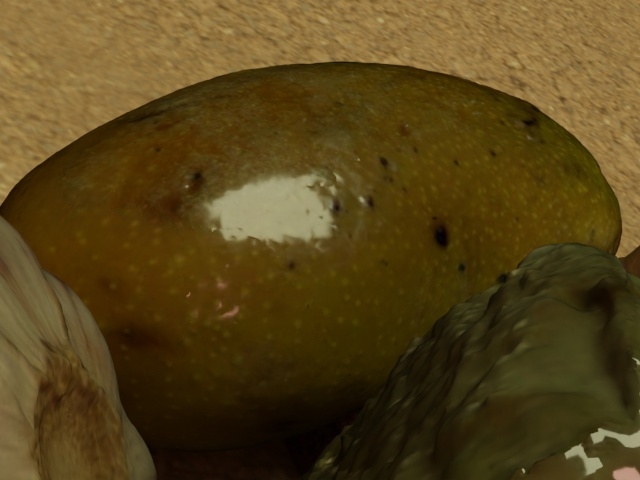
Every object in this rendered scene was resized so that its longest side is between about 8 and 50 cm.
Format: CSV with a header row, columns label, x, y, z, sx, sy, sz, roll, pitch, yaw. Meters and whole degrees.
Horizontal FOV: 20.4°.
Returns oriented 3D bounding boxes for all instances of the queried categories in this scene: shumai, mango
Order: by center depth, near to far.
label,x,y,z,sx,sy,sz,roll,pitch,yaw
shumai,0.108,0.187,0.679,0.288,0.292,0.330,38,8,-2
mango,-0.005,-0.007,0.882,0.329,0.175,0.176,-26,92,-23

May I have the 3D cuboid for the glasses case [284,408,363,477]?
label,x,y,z,sx,sy,sz,roll,pitch,yaw
glasses case,0.036,0.119,0.906,0.075,0.049,0.218,9,35,-33

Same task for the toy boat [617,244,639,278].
label,x,y,z,sx,sy,sz,roll,pitch,yaw
toy boat,0.267,0.060,1.194,0.116,0.061,0.188,-3,43,-44

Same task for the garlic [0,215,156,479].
label,x,y,z,sx,sy,sz,roll,pitch,yaw
garlic,-0.194,0.093,0.639,0.253,0.245,0.245,-5,27,13
